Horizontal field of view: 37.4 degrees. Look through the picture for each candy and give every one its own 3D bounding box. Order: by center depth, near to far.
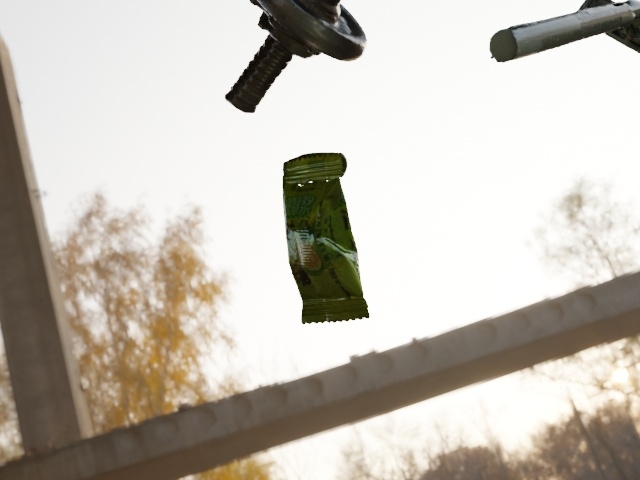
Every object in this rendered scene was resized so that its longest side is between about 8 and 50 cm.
[{"bbox_3d":[0.000,0.000,1.330,0.069,0.246,0.149,-17,9,-37],"label":"candy"}]

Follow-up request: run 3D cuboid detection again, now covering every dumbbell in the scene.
[{"bbox_3d":[0.026,-0.169,0.508,0.082,0.081,0.254,9,-52,-50],"label":"dumbbell"}]

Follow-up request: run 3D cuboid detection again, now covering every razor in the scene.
[{"bbox_3d":[0.160,-0.128,0.570,0.211,0.084,0.035,-19,-42,-52],"label":"razor"}]
